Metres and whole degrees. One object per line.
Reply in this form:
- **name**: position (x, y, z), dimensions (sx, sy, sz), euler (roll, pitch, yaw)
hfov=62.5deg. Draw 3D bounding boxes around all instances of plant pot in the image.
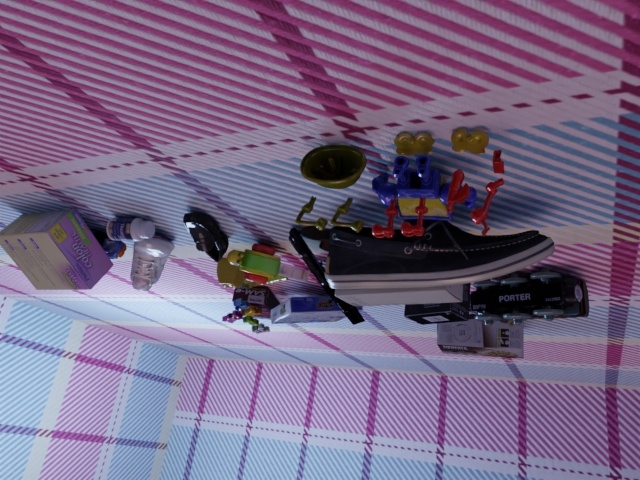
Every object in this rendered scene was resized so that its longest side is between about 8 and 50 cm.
- **plant pot**: position (-0.292, 0.110, 1.719), dimensions (0.081, 0.083, 0.081), euler (3, 158, 14)

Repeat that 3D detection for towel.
- **towel**: position (-0.219, 0.133, 1.833), dimensions (0.102, 0.021, 0.237), euler (24, 153, -36)

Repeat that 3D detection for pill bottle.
- **pill bottle**: position (-0.531, -0.031, 1.479), dimensions (0.120, 0.067, 0.067), euler (2, 157, 16)

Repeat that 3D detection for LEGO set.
- **LEGO set**: position (-0.286, 0.277, 1.927), dimensions (0.093, 0.087, 0.227), euler (-19, 148, 20)

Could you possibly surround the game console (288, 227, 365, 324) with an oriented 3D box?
- **game console**: position (0.010, 0.098, 1.476), dimensions (0.213, 0.044, 0.361), euler (49, 175, 39)

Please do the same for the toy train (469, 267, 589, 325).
- **toy train**: position (0.579, 0.169, 1.481), dimensions (0.190, 0.142, 0.334), euler (15, 160, -41)

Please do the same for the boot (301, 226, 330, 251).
- **boot**: position (0.000, 0.000, 1.406), dimensions (0.107, 0.037, 0.114), euler (11, 163, 1)

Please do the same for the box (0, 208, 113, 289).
- **box**: position (-0.781, 0.031, 1.552), dimensions (0.243, 0.117, 0.213), euler (-3, 127, 28)

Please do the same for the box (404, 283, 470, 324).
- **box**: position (0.326, 0.143, 1.464), dimensions (0.093, 0.158, 0.156), euler (26, 153, -36)

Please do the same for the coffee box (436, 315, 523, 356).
- **coffee box**: position (0.589, 0.353, 1.940), dimensions (0.297, 0.118, 0.168), euler (0, 158, 20)

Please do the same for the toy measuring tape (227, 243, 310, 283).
- **toy measuring tape**: position (-0.129, 0.083, 1.559), dimensions (0.121, 0.121, 0.330), euler (-13, 157, 43)

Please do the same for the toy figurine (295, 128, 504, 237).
- **toy figurine**: position (0.158, -0.066, 0.989), dimensions (0.363, 0.191, 0.217), euler (1, 162, 22)

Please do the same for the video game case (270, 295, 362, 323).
- **video game case**: position (-0.020, 0.254, 1.925), dimensions (0.270, 0.061, 0.244), euler (1, 161, -22)

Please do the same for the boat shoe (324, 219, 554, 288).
- **boat shoe**: position (0.234, 0.013, 1.146), dimensions (0.500, 0.155, 0.187), euler (-5, -176, 26)

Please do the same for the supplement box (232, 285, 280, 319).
- **supplement box**: position (-0.243, 0.243, 2.044), dimensions (0.130, 0.073, 0.239), euler (4, 158, 10)

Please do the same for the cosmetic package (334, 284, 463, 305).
- **cosmetic package**: position (0.199, 0.077, 1.352), dimensions (0.310, 0.160, 0.113), euler (-6, 155, 34)

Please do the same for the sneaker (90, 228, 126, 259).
- **sneaker**: position (-0.715, -0.001, 1.635), dimensions (0.221, 0.083, 0.087), euler (2, 141, 10)

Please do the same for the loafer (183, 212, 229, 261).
- **loafer**: position (-0.311, -0.007, 1.441), dimensions (0.076, 0.078, 0.223), euler (3, 158, 14)

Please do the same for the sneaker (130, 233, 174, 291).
- **sneaker**: position (-0.525, 0.074, 1.629), dimensions (0.114, 0.152, 0.305), euler (15, 156, -11)
